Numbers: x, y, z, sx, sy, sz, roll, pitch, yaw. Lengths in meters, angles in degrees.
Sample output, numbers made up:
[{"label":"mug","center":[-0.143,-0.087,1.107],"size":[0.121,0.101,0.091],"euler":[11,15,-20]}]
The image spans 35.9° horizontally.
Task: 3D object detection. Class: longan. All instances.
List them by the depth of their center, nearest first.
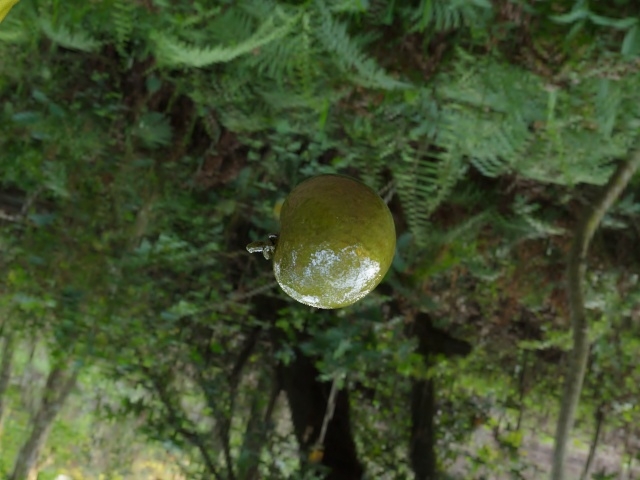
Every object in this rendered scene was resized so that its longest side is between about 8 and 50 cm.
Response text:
[{"label":"longan","center":[0.000,0.000,0.542],"size":[0.083,0.075,0.075],"euler":[1,169,12]}]

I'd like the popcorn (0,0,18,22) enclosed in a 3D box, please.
[{"label":"popcorn","center":[-0.182,-0.170,0.301],"size":[0.276,0.225,0.276],"euler":[10,-145,-7]}]
